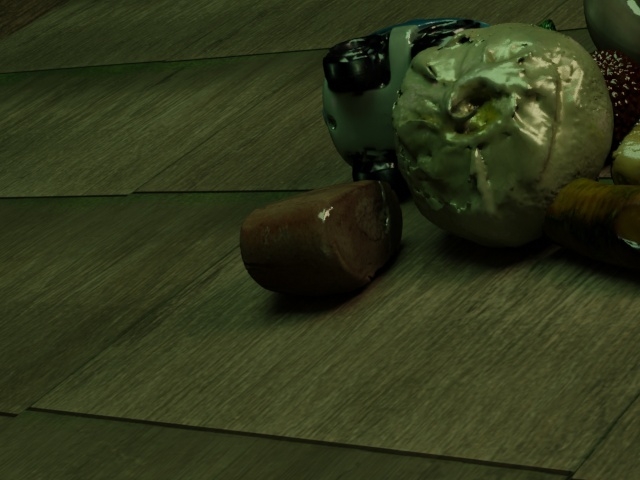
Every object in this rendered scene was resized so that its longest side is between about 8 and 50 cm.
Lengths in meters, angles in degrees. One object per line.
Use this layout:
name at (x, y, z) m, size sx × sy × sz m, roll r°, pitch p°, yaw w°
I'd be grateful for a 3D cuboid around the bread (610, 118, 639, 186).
bread at (0.372, -0.096, 1.763) m, size 0.094 × 0.083 × 0.157 m, roll 5°, pitch 42°, yaw 44°

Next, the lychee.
lychee at (0.300, -0.149, 1.906) m, size 0.123 × 0.129 × 0.123 m, roll 18°, pitch 26°, yaw -9°

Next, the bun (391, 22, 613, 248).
bun at (0.176, -0.116, 1.769) m, size 0.239 × 0.141 × 0.239 m, roll -10°, pitch 67°, yaw 25°

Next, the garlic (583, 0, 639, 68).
garlic at (0.456, -0.272, 2.053) m, size 0.246 × 0.231 × 0.340 m, roll -3°, pitch 36°, yaw -47°

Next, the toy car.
toy car at (0.131, -0.163, 1.992) m, size 0.255 × 0.188 × 0.190 m, roll -5°, pitch 19°, yaw 34°

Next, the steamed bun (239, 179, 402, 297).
steamed bun at (0.000, 0.000, 1.826) m, size 0.145 × 0.106 × 0.175 m, roll -12°, pitch 8°, yaw 32°

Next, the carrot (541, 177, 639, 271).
carrot at (0.282, -0.016, 1.649) m, size 0.082 × 0.082 × 0.173 m, roll -30°, pitch 27°, yaw -26°

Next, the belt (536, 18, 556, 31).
belt at (0.256, -0.192, 2.050) m, size 0.079 × 0.121 × 0.151 m, roll -20°, pitch 9°, yaw 12°
